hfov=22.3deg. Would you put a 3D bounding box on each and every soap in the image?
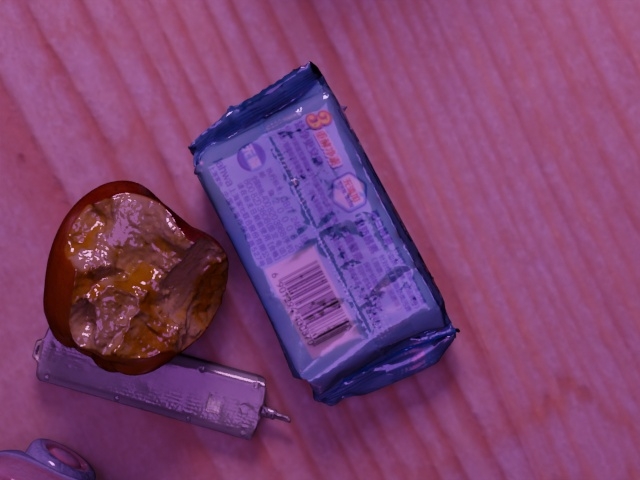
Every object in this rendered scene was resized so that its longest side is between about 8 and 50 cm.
[{"bbox_3d":[0.000,0.000,1.471,0.156,0.077,0.293,-26,88,7],"label":"soap"}]

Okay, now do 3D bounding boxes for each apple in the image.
[{"bbox_3d":[-0.174,0.037,1.462,0.156,0.147,0.158,36,88,-26],"label":"apple"}]

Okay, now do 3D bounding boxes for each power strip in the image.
[{"bbox_3d":[-0.147,0.133,1.518,0.252,0.027,0.060,15,92,7],"label":"power strip"}]

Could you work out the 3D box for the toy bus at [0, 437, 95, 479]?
[{"bbox_3d":[-0.241,0.321,1.432,0.294,0.232,0.197,34,95,7],"label":"toy bus"}]
